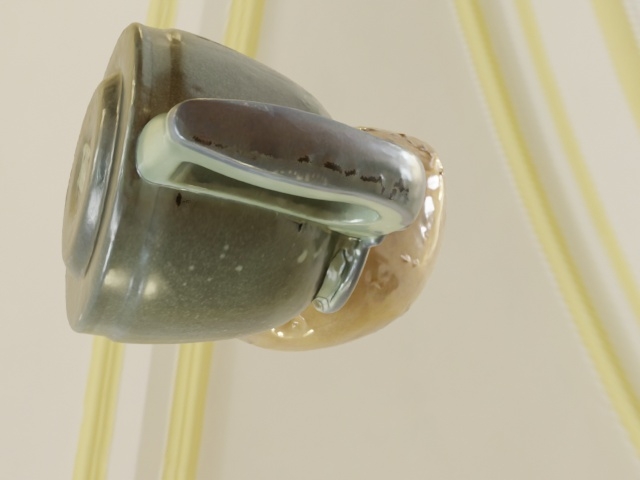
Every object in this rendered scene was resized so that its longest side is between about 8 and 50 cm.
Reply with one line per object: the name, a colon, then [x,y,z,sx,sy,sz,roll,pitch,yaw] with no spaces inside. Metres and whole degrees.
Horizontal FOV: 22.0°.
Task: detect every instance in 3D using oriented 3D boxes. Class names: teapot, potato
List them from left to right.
teapot: [-0.027,-0.025,0.571,0.108,0.149,0.111,10,-129,-16]
potato: [-0.003,0.000,0.833,0.147,0.112,0.112,-22,-110,-26]
